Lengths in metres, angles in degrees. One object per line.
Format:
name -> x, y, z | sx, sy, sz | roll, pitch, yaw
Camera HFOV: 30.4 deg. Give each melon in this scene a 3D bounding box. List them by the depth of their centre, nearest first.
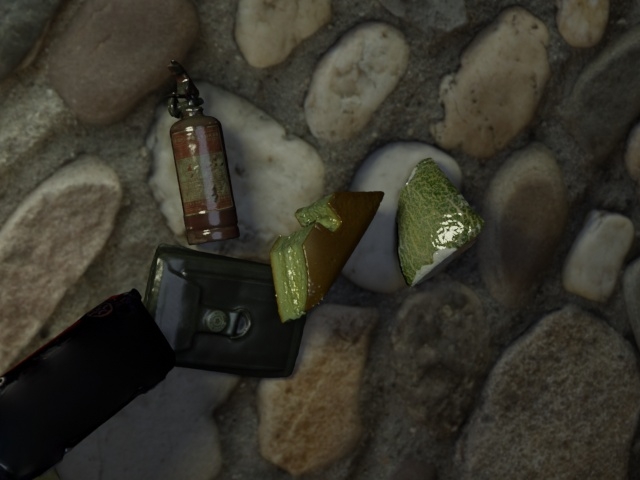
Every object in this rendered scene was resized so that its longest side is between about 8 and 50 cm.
melon -> 0.191, -0.026, 1.772 | 0.093, 0.140, 0.202 | 8, 84, -46

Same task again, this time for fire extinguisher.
fire extinguisher -> -0.165, -0.121, 1.611 | 0.075, 0.106, 0.252 | -9, 94, -4

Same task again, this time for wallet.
wallet -> -0.130, 0.103, 1.661 | 0.245, 0.052, 0.168 | 11, 88, -26

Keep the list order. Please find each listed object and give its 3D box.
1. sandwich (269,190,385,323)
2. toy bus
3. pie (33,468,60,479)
sandwich -> 0.000, 0.000, 1.674 | 0.088, 0.090, 0.244 | 44, 56, -14
toy bus -> -0.323, 0.191, 1.479 | 0.303, 0.147, 0.127 | -39, 97, -37
pie -> -0.486, 0.380, 1.485 | 0.338, 0.075, 0.337 | 2, 86, -24
